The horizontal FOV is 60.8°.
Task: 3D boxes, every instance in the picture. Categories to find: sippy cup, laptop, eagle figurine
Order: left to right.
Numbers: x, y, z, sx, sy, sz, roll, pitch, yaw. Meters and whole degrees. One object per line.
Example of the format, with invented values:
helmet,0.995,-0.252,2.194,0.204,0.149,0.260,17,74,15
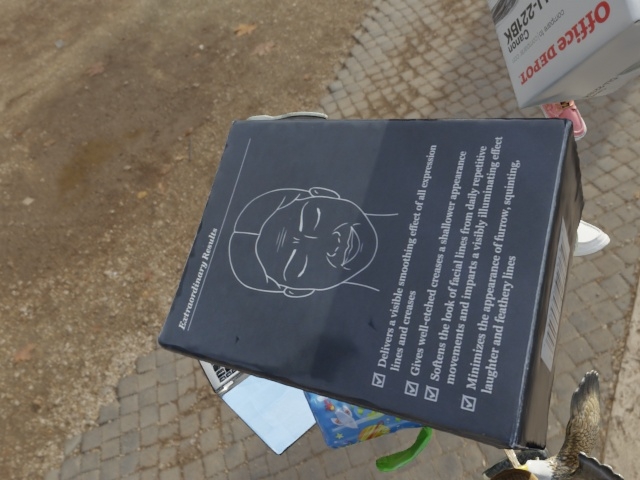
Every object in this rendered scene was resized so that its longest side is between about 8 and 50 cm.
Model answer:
laptop,-0.120,0.294,1.545,0.382,0.407,0.236,-33,18,-34
sippy cup,0.086,0.301,1.101,0.224,0.240,0.305,-24,60,-5
eagle figurine,0.463,0.417,1.000,0.225,0.298,0.226,-13,55,-42

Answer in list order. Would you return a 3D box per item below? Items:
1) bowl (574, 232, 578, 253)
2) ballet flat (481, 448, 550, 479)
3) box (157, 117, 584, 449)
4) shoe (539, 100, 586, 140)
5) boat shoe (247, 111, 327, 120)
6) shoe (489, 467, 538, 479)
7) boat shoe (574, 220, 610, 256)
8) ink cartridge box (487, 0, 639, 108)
bowl,0.458,-0.007,1.184,0.170,0.170,0.080,-12,25,12
ballet flat,0.432,0.505,1.220,0.173,0.058,0.049,-44,60,33
box,0.063,0.037,0.628,0.396,0.212,0.293,8,75,30
shoe,0.534,-0.308,1.218,0.064,0.081,0.178,-29,73,2
boat shoe,-0.088,-0.293,1.435,0.228,0.081,0.068,-1,86,23
shoe,0.188,0.278,0.451,0.077,0.058,0.219,-18,9,12
boat shoe,0.567,-0.035,1.332,0.098,0.096,0.277,-33,21,-14
ink cartridge box,0.255,-0.296,0.542,0.114,0.197,0.272,-14,84,-9
